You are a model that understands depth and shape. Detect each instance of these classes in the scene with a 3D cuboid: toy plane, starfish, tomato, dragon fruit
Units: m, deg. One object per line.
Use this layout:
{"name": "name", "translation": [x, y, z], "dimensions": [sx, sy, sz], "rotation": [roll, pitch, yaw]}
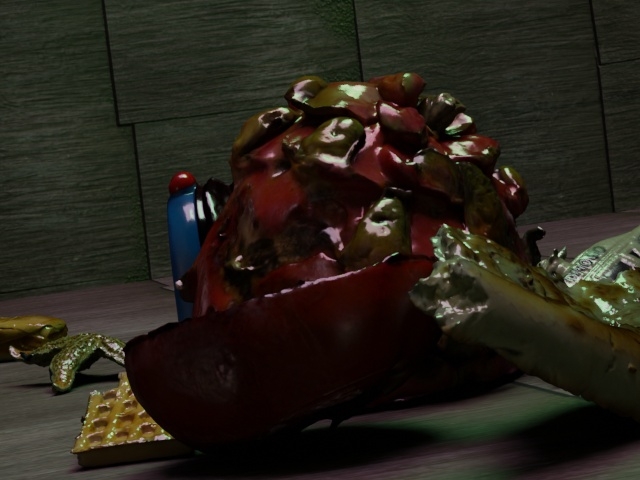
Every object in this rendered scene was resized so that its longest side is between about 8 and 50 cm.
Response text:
{"name": "toy plane", "translation": [0.252, 0.010, 1.461], "dimensions": [0.108, 0.092, 0.286], "rotation": [30, 53, 22]}
{"name": "starfish", "translation": [-0.216, 0.121, 1.875], "dimensions": [0.176, 0.053, 0.208], "rotation": [2, 3, -30]}
{"name": "tomato", "translation": [-0.010, 0.084, 1.225], "dimensions": [0.228, 0.101, 0.228], "rotation": [-19, -11, -4]}
{"name": "dragon fruit", "translation": [0.025, -0.008, 1.509], "dimensions": [0.296, 0.262, 0.314], "rotation": [-7, 3, 19]}

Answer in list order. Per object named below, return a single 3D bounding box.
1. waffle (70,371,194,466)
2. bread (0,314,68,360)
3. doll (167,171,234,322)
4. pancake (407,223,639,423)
{"name": "waffle", "translation": [-0.128, 0.124, 1.335], "dimensions": [0.092, 0.021, 0.135], "rotation": [-9, 18, 3]}
{"name": "bread", "translation": [-0.374, 0.118, 2.231], "dimensions": [0.132, 0.053, 0.074], "rotation": [-5, 3, 19]}
{"name": "doll", "translation": [0.000, 0.000, 1.898], "dimensions": [0.310, 0.240, 0.284], "rotation": [-8, 26, -1]}
{"name": "pancake", "translation": [0.156, 0.040, 1.189], "dimensions": [0.197, 0.054, 0.376], "rotation": [34, 11, 17]}
